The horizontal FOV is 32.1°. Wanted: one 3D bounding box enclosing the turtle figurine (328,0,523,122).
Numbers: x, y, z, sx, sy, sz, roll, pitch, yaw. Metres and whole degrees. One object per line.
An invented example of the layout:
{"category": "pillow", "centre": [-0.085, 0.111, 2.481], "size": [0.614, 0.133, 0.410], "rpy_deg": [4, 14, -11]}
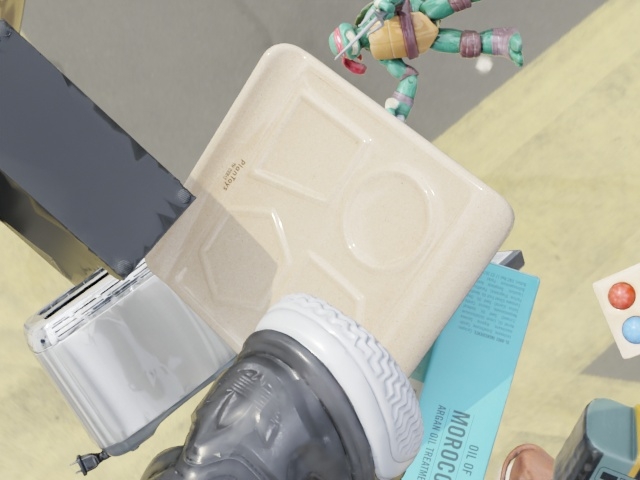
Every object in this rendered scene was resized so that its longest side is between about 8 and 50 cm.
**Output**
{"category": "turtle figurine", "centre": [0.094, -0.220, 1.202], "size": [0.234, 0.175, 0.118], "rpy_deg": [-13, 50, 9]}

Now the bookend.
{"category": "bookend", "centre": [-0.183, -0.037, 0.715], "size": [0.157, 0.156, 0.072], "rpy_deg": [43, 63, -10]}

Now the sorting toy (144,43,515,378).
{"category": "sorting toy", "centre": [0.000, 0.000, 0.738], "size": [0.208, 0.038, 0.193], "rpy_deg": [39, 105, 24]}

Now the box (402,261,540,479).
{"category": "box", "centre": [0.085, 0.135, 0.796], "size": [0.060, 0.100, 0.244], "rpy_deg": [17, 85, -2]}

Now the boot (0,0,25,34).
{"category": "boot", "centre": [-0.310, -0.132, 0.881], "size": [0.089, 0.269, 0.236], "rpy_deg": [25, 55, -4]}

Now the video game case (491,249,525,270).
{"category": "video game case", "centre": [0.077, 0.064, 1.304], "size": [0.196, 0.274, 0.026], "rpy_deg": [-32, 110, -52]}

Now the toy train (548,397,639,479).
{"category": "toy train", "centre": [0.327, 0.326, 1.239], "size": [0.190, 0.334, 0.142], "rpy_deg": [22, 33, 4]}

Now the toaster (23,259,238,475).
{"category": "toaster", "centre": [-0.182, 0.099, 1.070], "size": [0.227, 0.129, 0.146], "rpy_deg": [-37, 103, -15]}

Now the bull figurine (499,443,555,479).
{"category": "bull figurine", "centre": [0.393, 0.453, 1.704], "size": [0.310, 0.101, 0.188], "rpy_deg": [39, 96, 26]}

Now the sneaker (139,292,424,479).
{"category": "sneaker", "centre": [-0.020, 0.157, 0.521], "size": [0.153, 0.268, 0.101], "rpy_deg": [-37, 45, -24]}

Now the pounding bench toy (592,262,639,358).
{"category": "pounding bench toy", "centre": [0.223, 0.036, 0.695], "size": [0.083, 0.065, 0.052], "rpy_deg": [-27, 72, 23]}
